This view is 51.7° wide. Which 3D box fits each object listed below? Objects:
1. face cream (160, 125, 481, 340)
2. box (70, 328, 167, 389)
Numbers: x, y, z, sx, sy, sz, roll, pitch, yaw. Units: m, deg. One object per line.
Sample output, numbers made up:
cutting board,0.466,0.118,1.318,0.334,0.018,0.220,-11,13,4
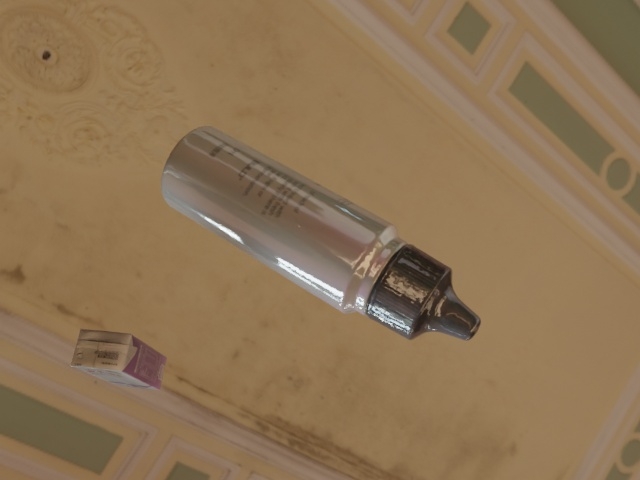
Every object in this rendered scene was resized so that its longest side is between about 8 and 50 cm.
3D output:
face cream,0.000,0.000,0.587,0.092,0.311,0.092,-48,-24,-29
box,-0.185,0.113,0.618,0.051,0.117,0.036,6,-110,4
